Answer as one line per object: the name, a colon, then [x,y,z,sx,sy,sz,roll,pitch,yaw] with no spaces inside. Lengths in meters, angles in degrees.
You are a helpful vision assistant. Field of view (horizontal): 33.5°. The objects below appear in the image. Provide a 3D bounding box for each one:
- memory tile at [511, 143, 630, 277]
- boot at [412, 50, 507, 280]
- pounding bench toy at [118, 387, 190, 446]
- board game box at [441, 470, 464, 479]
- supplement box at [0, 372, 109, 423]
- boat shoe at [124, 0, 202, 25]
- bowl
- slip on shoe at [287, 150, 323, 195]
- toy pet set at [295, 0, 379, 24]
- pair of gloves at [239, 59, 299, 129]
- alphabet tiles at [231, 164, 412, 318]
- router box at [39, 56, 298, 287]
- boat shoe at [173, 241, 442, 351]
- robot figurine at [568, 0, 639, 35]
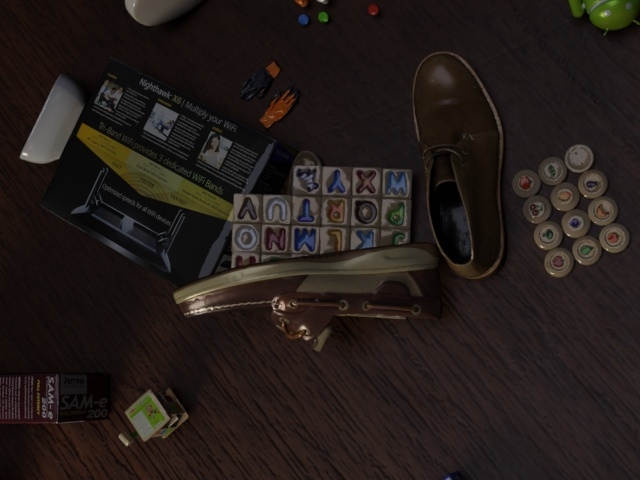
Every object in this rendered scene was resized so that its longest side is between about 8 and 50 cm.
memory tile: [0.313,-0.038,1.335,0.113,0.012,0.148,-24,75,17]
boot: [0.171,-0.105,1.347,0.112,0.115,0.305,-14,77,21]
pounding bench toy: [-0.236,0.252,1.488,0.083,0.065,0.052,-42,71,12]
board game box: [0.137,0.418,1.329,0.210,0.047,0.160,-44,70,12]
supplement box: [-0.441,0.227,1.539,0.239,0.130,0.073,-5,82,22]
boat shoe: [-0.185,-0.476,1.542,0.340,0.127,0.158,-46,63,2]
bowl: [-0.387,-0.175,1.576,0.053,0.142,0.142,26,94,-10]
slip on shoe: [-0.027,-0.058,1.457,0.051,0.041,0.135,9,87,22]
toy pet set: [0.025,-0.370,1.480,0.122,0.065,0.114,-1,118,24]
pair of gloves: [-0.073,-0.208,1.511,0.074,0.010,0.083,-41,70,12]
alphabet tiles: [0.000,0.000,1.409,0.237,0.009,0.198,2,91,5]
router box: [-0.220,-0.088,1.516,0.309,0.081,0.243,29,95,22]
boat shoe: [-0.013,0.081,1.350,0.342,0.123,0.123,-8,89,-1]
robot figurine: [0.358,-0.313,1.322,0.101,0.067,0.115,-17,78,17]
